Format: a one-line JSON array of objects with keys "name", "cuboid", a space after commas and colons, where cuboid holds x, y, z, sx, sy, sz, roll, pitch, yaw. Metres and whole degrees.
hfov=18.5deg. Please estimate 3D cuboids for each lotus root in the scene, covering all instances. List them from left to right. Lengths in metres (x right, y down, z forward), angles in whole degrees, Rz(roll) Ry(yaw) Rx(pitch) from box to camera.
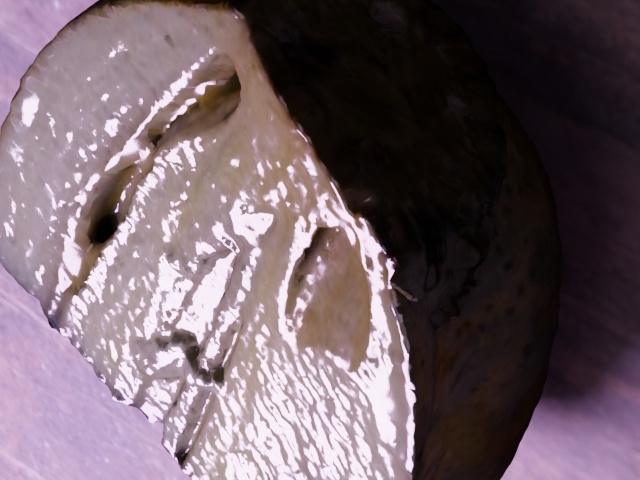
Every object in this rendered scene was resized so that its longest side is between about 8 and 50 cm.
[{"name": "lotus root", "cuboid": [-0.005, -0.016, 0.827, 0.267, 0.149, 0.260, 46, 144, 18]}]
